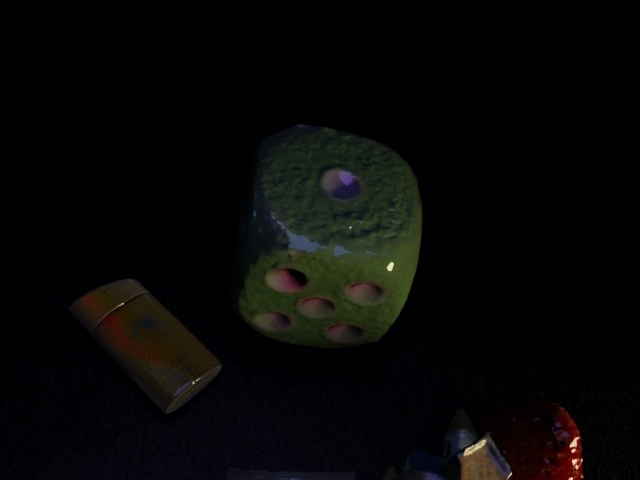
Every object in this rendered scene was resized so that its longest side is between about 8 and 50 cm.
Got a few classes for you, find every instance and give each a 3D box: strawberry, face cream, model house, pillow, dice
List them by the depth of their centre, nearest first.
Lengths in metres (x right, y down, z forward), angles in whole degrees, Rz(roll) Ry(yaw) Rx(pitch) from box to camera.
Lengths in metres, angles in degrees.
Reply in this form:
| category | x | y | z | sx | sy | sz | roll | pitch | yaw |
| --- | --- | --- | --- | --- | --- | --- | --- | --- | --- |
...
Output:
| category | x | y | z | sx | sy | sz | roll | pitch | yaw |
| --- | --- | --- | --- | --- | --- | --- | --- | --- | --- |
| model house | 0.180 | 0.402 | 1.125 | 0.194 | 0.267 | 0.325 | 20 | 47 | -3 |
| pillow | -0.052 | 0.457 | 1.171 | 0.229 | 0.050 | 0.148 | 6 | 58 | -9 |
| strawberry | 0.360 | 0.365 | 1.188 | 0.205 | 0.244 | 0.205 | 5 | 50 | -6 |
| face cream | -0.329 | 0.183 | 1.310 | 0.285 | 0.067 | 0.139 | 40 | 55 | 19 |
| dice | 0.000 | 0.000 | 1.343 | 0.318 | 0.330 | 0.322 | 11 | 52 | -8 |
